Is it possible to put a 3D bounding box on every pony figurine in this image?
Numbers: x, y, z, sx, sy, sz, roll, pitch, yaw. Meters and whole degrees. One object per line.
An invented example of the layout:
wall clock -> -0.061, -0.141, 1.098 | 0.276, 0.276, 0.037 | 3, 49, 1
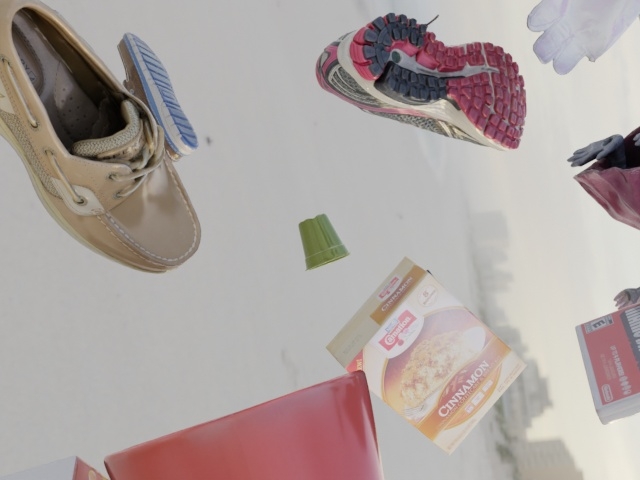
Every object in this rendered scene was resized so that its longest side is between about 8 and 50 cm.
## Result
pony figurine -> 0.295, -0.415, 1.139 | 0.303, 0.351, 0.363 | 46, 9, -37

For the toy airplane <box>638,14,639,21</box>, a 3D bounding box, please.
toy airplane -> 0.538, -0.455, 1.306 | 0.386, 0.272, 0.384 | -164, -91, -76

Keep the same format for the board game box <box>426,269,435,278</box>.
board game box -> 0.243, 0.152, 1.877 | 0.141, 0.048, 0.170 | 50, 5, -46

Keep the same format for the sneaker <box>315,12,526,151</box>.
sneaker -> 0.132, -0.184, 1.208 | 0.299, 0.112, 0.120 | 18, 74, -36

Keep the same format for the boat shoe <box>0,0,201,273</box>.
boat shoe -> -0.207, -0.083, 0.954 | 0.341, 0.110, 0.121 | 51, 59, -38

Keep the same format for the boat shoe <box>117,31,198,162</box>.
boat shoe -> -0.219, -0.175, 1.274 | 0.183, 0.066, 0.066 | 64, 17, 20

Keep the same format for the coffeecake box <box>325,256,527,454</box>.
coffeecake box -> 0.123, 0.133, 1.184 | 0.185, 0.142, 0.068 | 41, -1, -25

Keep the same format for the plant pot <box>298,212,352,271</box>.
plant pot -> 0.000, 0.000, 1.690 | 0.083, 0.083, 0.079 | 14, 55, -82

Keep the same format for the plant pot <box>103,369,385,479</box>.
plant pot -> -0.048, 0.283, 1.006 | 0.275, 0.275, 0.243 | 29, 42, -80

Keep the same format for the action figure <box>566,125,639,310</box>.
action figure -> 0.518, -0.005, 1.440 | 0.370, 0.276, 0.248 | 53, 7, -10

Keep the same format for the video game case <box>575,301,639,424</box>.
video game case -> 0.448, 0.106, 1.205 | 0.025, 0.285, 0.204 | 62, 16, -18

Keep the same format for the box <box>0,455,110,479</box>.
box -> -0.281, 0.454, 1.283 | 0.345, 0.168, 0.215 | 51, 27, -42
